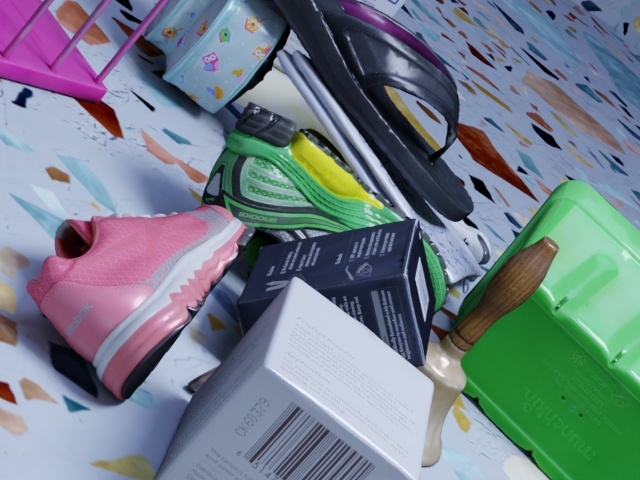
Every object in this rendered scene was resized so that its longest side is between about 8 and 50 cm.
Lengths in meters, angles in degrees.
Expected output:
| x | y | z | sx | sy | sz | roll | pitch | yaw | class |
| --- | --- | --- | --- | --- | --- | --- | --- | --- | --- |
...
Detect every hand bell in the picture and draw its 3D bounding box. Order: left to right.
| x | y | z | sx | sy | sz | roll | pitch | yaw | class |
| --- | --- | --- | --- | --- | --- | --- | --- | --- | --- |
| 0.138 | 0.087 | 1.745 | 0.126 | 0.242 | 0.126 | 34 | 21 | -15 | hand bell |

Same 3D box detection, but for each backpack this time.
| x | y | z | sx | sy | sz | roll | pitch | yaw | class |
| --- | --- | --- | --- | --- | --- | --- | --- | --- | --- |
| -0.113 | -0.238 | 2.093 | 0.144 | 0.166 | 0.188 | 37 | 19 | -21 | backpack |

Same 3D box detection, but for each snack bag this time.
| x | y | z | sx | sy | sz | roll | pitch | yaw | class |
| --- | --- | --- | --- | --- | --- | --- | --- | --- | --- |
| 0.086 | -0.078 | 2.148 | 0.323 | 0.037 | 0.342 | 55 | 10 | 9 | snack bag |

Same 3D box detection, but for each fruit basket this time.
| x | y | z | sx | sy | sz | roll | pitch | yaw | class |
| --- | --- | --- | --- | --- | --- | --- | --- | --- | --- |
| 0.359 | 0.109 | 2.033 | 0.392 | 0.283 | 0.392 | 23 | 36 | -19 | fruit basket |

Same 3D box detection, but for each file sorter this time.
| x | y | z | sx | sy | sz | roll | pitch | yaw | class |
| --- | --- | --- | --- | --- | --- | --- | --- | --- | --- |
| -0.314 | -0.292 | 1.821 | 0.290 | 0.182 | 0.202 | 12 | 34 | -53 | file sorter |

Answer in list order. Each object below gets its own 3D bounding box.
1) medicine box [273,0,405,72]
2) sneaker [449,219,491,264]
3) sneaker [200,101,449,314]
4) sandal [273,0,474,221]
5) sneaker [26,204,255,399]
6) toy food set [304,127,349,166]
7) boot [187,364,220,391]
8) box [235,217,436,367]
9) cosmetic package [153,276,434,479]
| x | y | z | sx | sy | sz | roll | pitch | yaw | class |
| --- | --- | --- | --- | --- | --- | --- | --- | --- | --- |
| 0.015 | -0.391 | 2.474 | 0.149 | 0.289 | 0.263 | 29 | 23 | -29 | medicine box |
| 0.171 | -0.007 | 2.324 | 0.043 | 0.040 | 0.109 | -13 | 50 | -46 | sneaker |
| 0.000 | 0.000 | 1.872 | 0.343 | 0.146 | 0.134 | 37 | -3 | -39 | sneaker |
| 0.058 | -0.211 | 2.043 | 0.446 | 0.107 | 0.167 | 54 | 14 | -13 | sandal |
| -0.153 | 0.013 | 1.563 | 0.136 | 0.116 | 0.314 | 38 | 20 | -2 | sneaker |
| -0.008 | -0.053 | 2.046 | 0.128 | 0.071 | 0.218 | 56 | 19 | -4 | toy food set |
| -0.049 | 0.138 | 1.589 | 0.118 | 0.042 | 0.087 | -22 | 86 | -33 | boot |
| 0.018 | 0.058 | 1.688 | 0.156 | 0.158 | 0.093 | -69 | 148 | -69 | box |
| -0.018 | 0.155 | 1.447 | 0.151 | 0.151 | 0.184 | 39 | 20 | -7 | cosmetic package |
